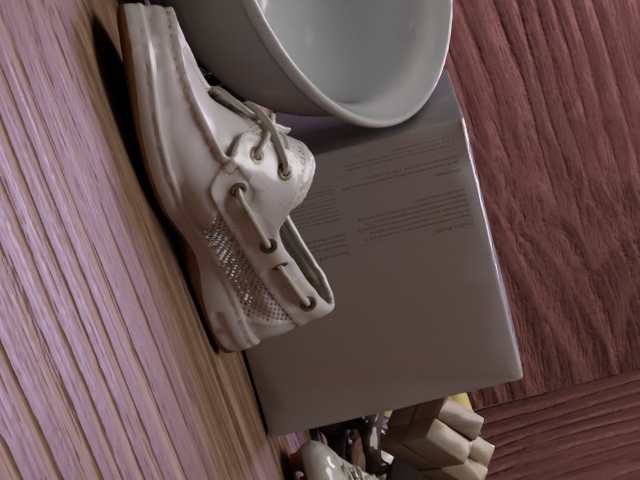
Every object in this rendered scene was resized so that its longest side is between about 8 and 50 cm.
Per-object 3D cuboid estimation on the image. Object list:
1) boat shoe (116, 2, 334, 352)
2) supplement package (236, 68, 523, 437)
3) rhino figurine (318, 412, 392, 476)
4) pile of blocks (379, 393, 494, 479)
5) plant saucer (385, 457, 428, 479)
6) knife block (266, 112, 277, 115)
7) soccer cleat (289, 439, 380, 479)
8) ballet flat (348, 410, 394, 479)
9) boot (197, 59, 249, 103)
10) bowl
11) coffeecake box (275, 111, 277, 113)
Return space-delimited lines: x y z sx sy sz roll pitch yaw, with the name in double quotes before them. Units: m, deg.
"boat shoe" -0.052 -0.044 1.170 0.277 0.096 0.098 71 7 -48
"supplement package" 0.030 0.007 1.416 0.149 0.194 0.203 -91 166 -71
"rhino figurine" 0.028 0.146 1.791 0.243 0.073 0.106 -84 162 -83
"pile of blocks" 0.082 0.031 1.577 0.112 0.149 0.362 -20 -86 62
"plant saucer" 0.103 0.354 1.763 0.400 0.100 0.400 -10 90 -84
"knife block" 0.000 0.000 1.785 0.275 0.088 0.242 -89 163 -76
"soccer cleat" 0.025 0.203 1.506 0.196 0.076 0.068 68 8 -60
"ballet flat" 0.067 0.266 1.979 0.079 0.077 0.221 29 44 -57
"boot" -0.069 -0.102 1.544 0.099 0.045 0.121 -107 180 -51
"bowl" -0.037 -0.210 1.331 0.298 0.134 0.298 26 59 -52
"coffeecake box" 0.034 -0.114 2.269 0.185 0.142 0.068 68 8 -63
